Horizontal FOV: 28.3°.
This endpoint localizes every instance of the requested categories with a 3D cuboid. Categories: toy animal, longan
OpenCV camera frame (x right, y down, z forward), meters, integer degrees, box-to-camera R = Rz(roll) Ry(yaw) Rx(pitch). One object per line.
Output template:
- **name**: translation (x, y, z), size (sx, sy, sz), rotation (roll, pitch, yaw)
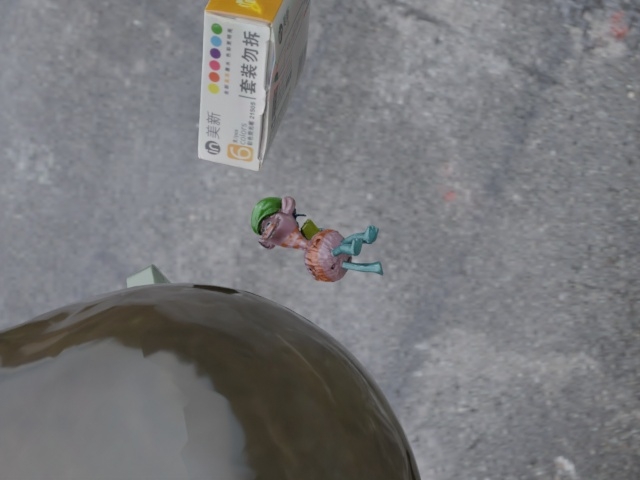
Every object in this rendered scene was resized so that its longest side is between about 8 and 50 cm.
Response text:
- **toy animal**: translation (0.000, 0.000, 1.729), size (0.208, 0.103, 0.100), rotation (15, 102, 42)
- **longan**: translation (-0.079, 0.135, 0.627), size (0.258, 0.258, 0.258), rotation (-1, 88, 41)

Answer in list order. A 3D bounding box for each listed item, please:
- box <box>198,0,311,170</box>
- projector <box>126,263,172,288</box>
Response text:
- **box**: translation (-0.077, -0.251, 1.601), size (0.091, 0.273, 0.220), rotation (11, 127, 6)
- **projector**: translation (-0.181, 0.195, 1.859), size (0.079, 0.257, 0.259), rotation (-26, 47, 10)
